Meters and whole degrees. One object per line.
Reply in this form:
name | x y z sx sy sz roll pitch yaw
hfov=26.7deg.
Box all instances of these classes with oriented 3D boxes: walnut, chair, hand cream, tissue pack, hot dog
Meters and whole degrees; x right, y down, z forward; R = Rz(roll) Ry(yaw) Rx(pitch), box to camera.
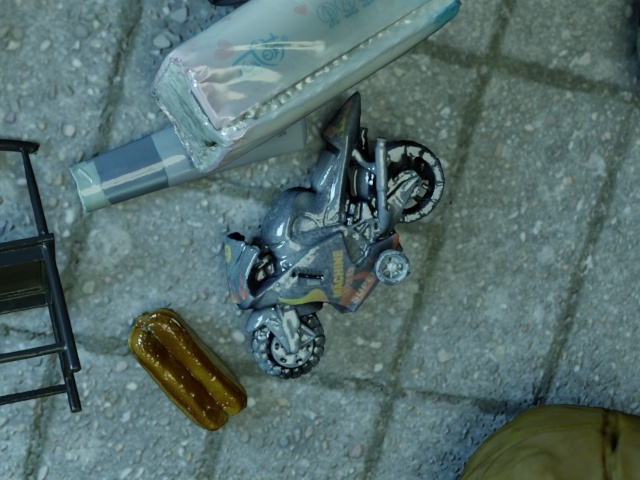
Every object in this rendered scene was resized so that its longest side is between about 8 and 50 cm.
walnut | 0.306 0.388 1.570 0.354 0.308 0.397 17 103 12
chair | -0.335 0.045 1.351 0.155 0.141 0.260 -10 65 -15
hand cream | -0.135 -0.094 1.415 0.255 0.048 0.079 -21 117 -14
tissue pack | -0.021 -0.186 1.320 0.271 0.201 0.124 -34 91 -14
hot dog | -0.148 0.141 1.484 0.071 0.045 0.165 -39 114 -1

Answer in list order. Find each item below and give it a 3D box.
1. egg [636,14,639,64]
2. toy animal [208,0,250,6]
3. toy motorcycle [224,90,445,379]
egg | 0.425 -0.218 1.504 0.141 0.141 0.181 -27 103 -8
toy animal | -0.076 -0.348 1.349 0.117 0.121 0.210 19 82 21
toy motorcycle | 0.000 0.000 1.457 0.173 0.108 0.307 35 92 -19
